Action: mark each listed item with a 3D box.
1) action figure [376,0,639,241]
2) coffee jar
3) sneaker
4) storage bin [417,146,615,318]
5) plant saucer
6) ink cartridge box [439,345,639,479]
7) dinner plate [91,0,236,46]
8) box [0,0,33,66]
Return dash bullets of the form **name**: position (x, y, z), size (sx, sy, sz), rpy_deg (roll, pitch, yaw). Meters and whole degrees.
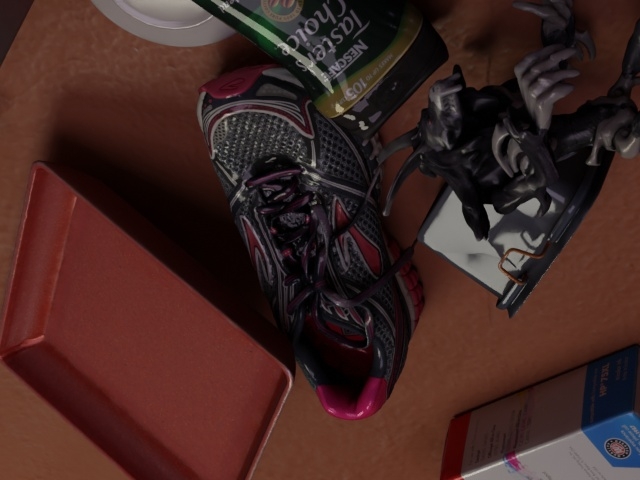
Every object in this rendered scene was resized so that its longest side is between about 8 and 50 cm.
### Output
- **action figure**: position (0.157, -0.100, 1.083), size (0.276, 0.164, 0.141), rpy_deg (-14, 132, 11)
- **coffee jar**: position (-0.007, -0.152, 1.117), size (0.184, 0.079, 0.096), rpy_deg (39, 104, -22)
- **sneaker**: position (0.000, 0.000, 1.241), size (0.121, 0.112, 0.299), rpy_deg (-12, 127, 23)
- **storage bin**: position (0.130, -0.022, 1.208), size (0.091, 0.098, 0.135), rpy_deg (30, 133, 1)
- **plant saucer**: position (-0.134, 0.086, 1.328), size (0.258, 0.048, 0.259), rpy_deg (39, 139, 15)
- **ink cartridge box**: position (0.192, 0.189, 1.388), size (0.231, 0.078, 0.134), rpy_deg (-26, 121, 32)
- **dinner plate**: position (-0.105, -0.186, 1.162), size (0.141, 0.017, 0.141), rpy_deg (7, 131, 8)
- **box**: position (-0.284, -0.136, 1.102), size (0.149, 0.232, 0.127), rpy_deg (-31, 119, 34)
